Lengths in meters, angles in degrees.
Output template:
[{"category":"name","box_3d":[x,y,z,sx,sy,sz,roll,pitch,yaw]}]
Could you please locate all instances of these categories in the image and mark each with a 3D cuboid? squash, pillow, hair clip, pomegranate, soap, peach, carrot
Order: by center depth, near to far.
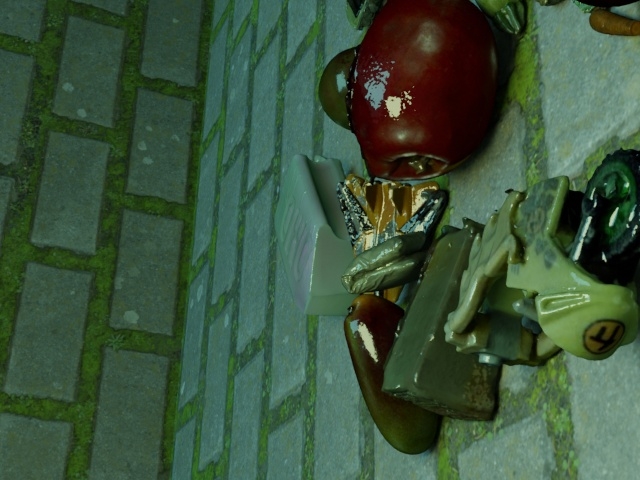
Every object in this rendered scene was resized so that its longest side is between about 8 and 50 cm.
[{"category":"carrot","box_3d":[0.390,-0.287,1.325,0.093,0.032,0.032,43,119,61]},{"category":"squash","box_3d":[0.289,-0.382,1.598,0.105,0.105,0.132,153,107,-65]},{"category":"peach","box_3d":[0.191,-0.263,1.607,0.201,0.258,0.361,10,72,28]},{"category":"pillow","box_3d":[0.114,0.039,1.611,0.134,0.181,0.078,-26,84,18]},{"category":"pomegranate","box_3d":[0.094,-0.264,1.926,0.181,0.181,0.224,-47,52,55]},{"category":"soap","box_3d":[0.000,0.000,2.057,0.347,0.115,0.208,-108,29,-51]},{"category":"hair clip","box_3d":[0.130,-0.611,2.140,0.138,0.091,0.321,-114,28,-46]}]

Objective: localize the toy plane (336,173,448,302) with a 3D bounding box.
[{"category":"toy plane","box_3d":[0.118,0.047,1.763,0.103,0.204,0.316,-29,-58,-62]}]

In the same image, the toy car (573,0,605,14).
[{"category":"toy car","box_3d":[0.382,-0.371,1.387,0.059,0.035,0.122,137,149,-57]}]

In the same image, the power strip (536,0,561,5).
[{"category":"power strip","box_3d":[0.360,-0.490,1.508,0.064,0.044,0.305,156,123,-66]}]

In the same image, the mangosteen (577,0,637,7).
[{"category":"mangosteen","box_3d":[0.361,-0.383,1.216,0.210,0.210,0.210,-168,90,-70]}]

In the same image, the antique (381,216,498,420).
[{"category":"antique","box_3d":[0.201,0.111,1.481,0.125,0.150,0.284,-17,55,63]}]

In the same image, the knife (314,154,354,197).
[{"category":"knife","box_3d":[0.029,-0.142,2.231,0.298,0.017,0.047,-127,54,-64]}]

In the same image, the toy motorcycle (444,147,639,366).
[{"category":"toy motorcycle","box_3d":[0.285,0.040,1.232,0.410,0.169,0.237,146,139,-70]}]

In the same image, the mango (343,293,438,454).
[{"category":"mango","box_3d":[0.122,0.207,1.563,0.111,0.133,0.267,-18,92,54]}]
